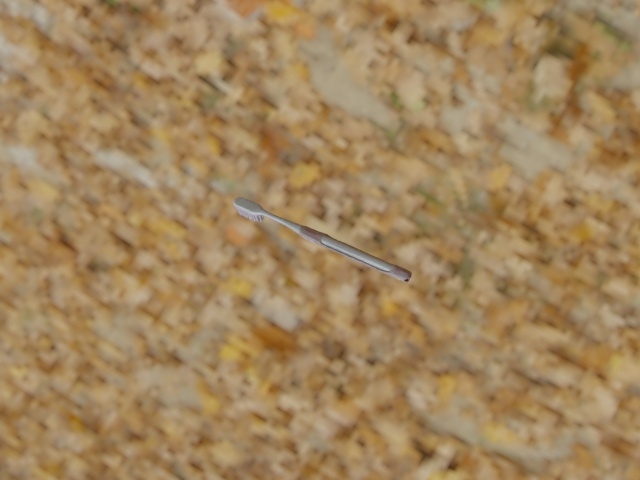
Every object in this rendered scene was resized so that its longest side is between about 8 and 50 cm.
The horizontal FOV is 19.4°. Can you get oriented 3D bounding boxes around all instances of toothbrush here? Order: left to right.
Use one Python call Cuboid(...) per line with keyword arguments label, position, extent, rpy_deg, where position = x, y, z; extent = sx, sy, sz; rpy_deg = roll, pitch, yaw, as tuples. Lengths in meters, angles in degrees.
Cuboid(label="toothbrush", position=(0.000, 0.000, 0.841), extent=(0.097, 0.006, 0.008), rpy_deg=(23, 150, 28))
